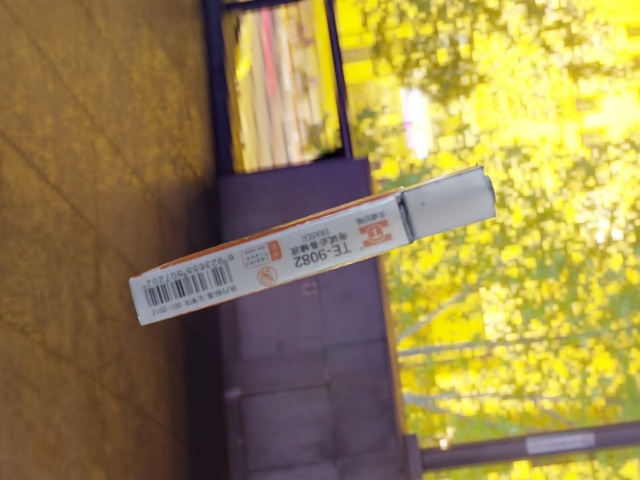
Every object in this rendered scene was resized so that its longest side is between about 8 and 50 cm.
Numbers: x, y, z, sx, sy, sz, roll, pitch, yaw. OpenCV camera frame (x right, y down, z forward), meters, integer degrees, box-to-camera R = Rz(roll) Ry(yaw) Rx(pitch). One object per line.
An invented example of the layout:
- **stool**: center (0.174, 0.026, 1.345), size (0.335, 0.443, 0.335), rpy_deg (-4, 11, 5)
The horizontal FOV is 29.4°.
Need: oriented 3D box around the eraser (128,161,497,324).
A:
- **eraser**: center (0.000, 0.000, 0.810), size (0.157, 0.230, 0.038), rpy_deg (-30, 103, -85)
